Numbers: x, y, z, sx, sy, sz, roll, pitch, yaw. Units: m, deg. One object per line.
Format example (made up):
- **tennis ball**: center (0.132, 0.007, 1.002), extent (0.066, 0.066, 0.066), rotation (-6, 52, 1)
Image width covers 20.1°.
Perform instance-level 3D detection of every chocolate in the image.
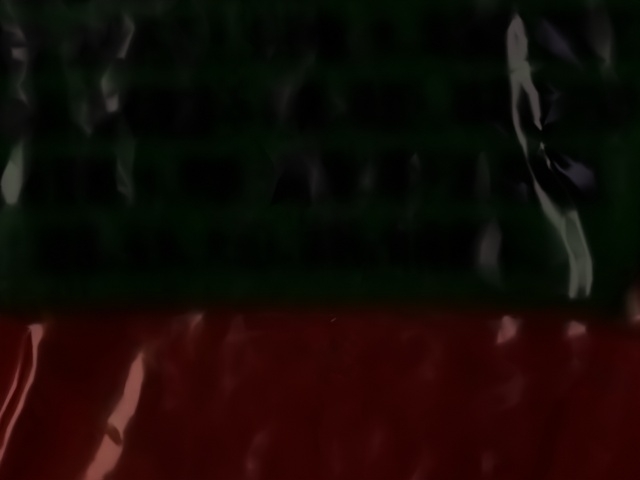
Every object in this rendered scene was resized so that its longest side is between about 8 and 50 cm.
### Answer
- **chocolate**: center (0.000, 0.000, 0.696), extent (0.161, 0.360, 0.341), rotation (-52, -40, -74)
